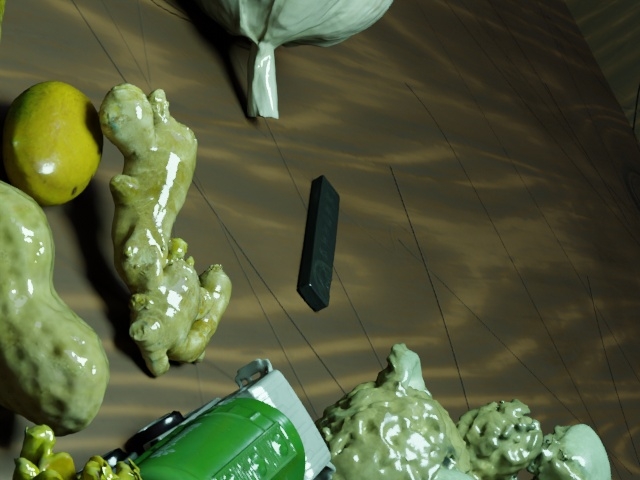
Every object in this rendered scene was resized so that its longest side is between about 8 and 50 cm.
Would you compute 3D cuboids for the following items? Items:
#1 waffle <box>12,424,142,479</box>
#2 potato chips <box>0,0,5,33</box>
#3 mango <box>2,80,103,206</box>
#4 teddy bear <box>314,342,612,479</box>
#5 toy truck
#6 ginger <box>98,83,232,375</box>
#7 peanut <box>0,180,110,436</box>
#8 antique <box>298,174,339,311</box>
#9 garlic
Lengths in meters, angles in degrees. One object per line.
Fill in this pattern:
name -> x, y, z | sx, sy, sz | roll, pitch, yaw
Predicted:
waffle -> -0.122, 0.209, 0.927 | 0.193, 0.070, 0.197 | -88, 177, -51
potato chips -> -0.238, -0.187, 1.249 | 0.407, 0.057, 0.080 | -96, -169, -59
mango -> -0.190, -0.067, 1.265 | 0.079, 0.057, 0.114 | 57, 23, -22
teddy bear -> 0.088, 0.210, 1.368 | 0.256, 0.156, 0.267 | 50, 52, -31
toy truck -> -0.075, 0.155, 1.127 | 0.101, 0.125, 0.242 | 58, 21, 0
ginger -> -0.110, 0.001, 1.290 | 0.193, 0.052, 0.176 | 52, 37, -43
peanut -> -0.191, 0.031, 1.091 | 0.193, 0.089, 0.089 | 61, 22, 6
antique -> 0.000, 0.000, 1.639 | 0.031, 0.015, 0.192 | 49, 24, -23
garlic -> -0.045, -0.218, 1.666 | 0.218, 0.218, 0.212 | 26, 76, -53
